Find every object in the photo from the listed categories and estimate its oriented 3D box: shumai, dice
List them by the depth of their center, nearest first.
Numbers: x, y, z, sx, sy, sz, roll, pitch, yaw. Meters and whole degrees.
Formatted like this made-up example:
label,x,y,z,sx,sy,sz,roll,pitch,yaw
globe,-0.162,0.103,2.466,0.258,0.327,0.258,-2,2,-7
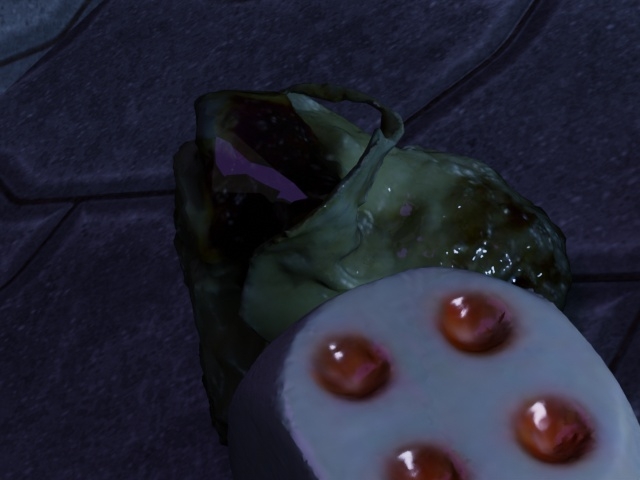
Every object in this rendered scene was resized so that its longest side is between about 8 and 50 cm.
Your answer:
label,x,y,z,sx,sy,sz,roll,pitch,yaw
dice,0.093,0.196,1.397,0.251,0.243,0.259,-19,50,-21
shumai,0.000,0.000,1.784,0.395,0.348,0.395,-28,27,16
